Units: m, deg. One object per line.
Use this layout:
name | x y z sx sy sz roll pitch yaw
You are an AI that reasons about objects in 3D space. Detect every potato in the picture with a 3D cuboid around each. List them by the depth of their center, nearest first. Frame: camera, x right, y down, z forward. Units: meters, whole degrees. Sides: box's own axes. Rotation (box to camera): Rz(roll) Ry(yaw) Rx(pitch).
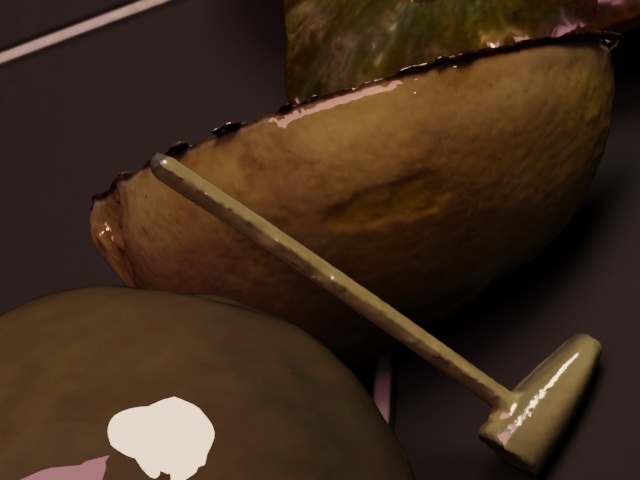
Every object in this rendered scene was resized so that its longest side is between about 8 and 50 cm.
potato | 0.002 0.001 0.791 0.261 0.120 0.100 -19 83 32

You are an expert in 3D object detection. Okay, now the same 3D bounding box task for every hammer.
hammer | 0.022 0.014 0.743 0.060 0.195 0.028 -57 11 -8

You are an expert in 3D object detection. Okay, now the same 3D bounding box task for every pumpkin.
pumpkin | 0.068 -0.161 0.887 0.290 0.095 0.258 -29 58 31

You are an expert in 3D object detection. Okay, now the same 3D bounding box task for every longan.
longan | -0.067 0.141 0.697 0.248 0.248 0.248 -20 50 26
